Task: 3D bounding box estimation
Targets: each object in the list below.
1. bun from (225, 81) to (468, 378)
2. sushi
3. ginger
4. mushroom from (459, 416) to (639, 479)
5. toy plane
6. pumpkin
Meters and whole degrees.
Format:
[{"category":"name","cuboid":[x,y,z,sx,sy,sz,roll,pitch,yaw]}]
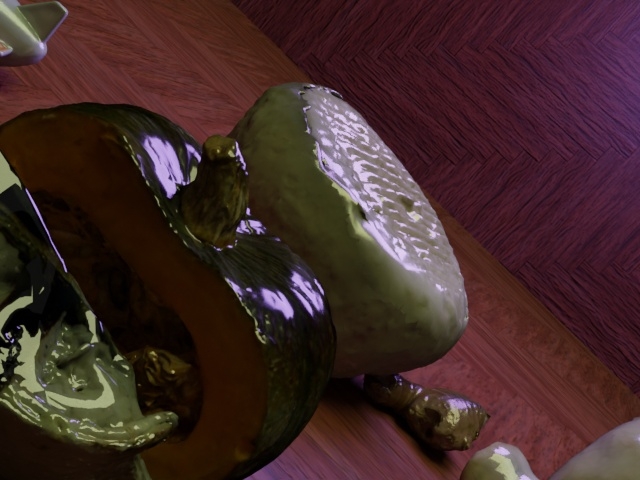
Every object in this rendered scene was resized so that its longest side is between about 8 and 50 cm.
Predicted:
[{"category":"bun","cuboid":[0.000,0.000,1.202,0.360,0.211,0.359,44,21,-22]},{"category":"sushi","cuboid":[-0.203,0.079,0.633,0.273,0.134,0.109,58,28,-9]},{"category":"ginger","cuboid":[0.123,0.201,1.229,0.165,0.067,0.096,20,28,-23]},{"category":"mushroom","cuboid":[0.294,0.287,0.951,0.315,0.315,0.356,24,33,-52]},{"category":"toy plane","cuboid":[-0.392,-0.280,1.142,0.245,0.117,0.244,39,16,-13]},{"category":"pumpkin","cuboid":[-0.113,0.023,0.778,0.317,0.222,0.139,49,14,20]}]
